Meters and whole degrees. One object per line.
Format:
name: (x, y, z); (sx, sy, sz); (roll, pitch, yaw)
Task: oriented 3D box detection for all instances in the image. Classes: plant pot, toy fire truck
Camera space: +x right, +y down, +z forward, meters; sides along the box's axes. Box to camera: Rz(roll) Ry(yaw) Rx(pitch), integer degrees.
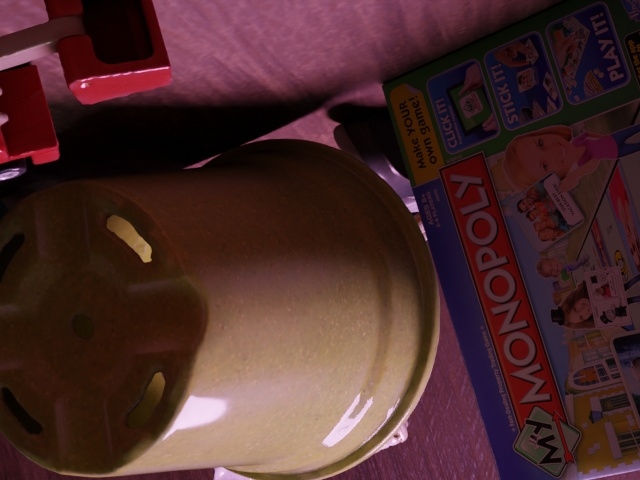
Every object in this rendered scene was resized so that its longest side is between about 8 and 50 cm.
plant pot: (-0.090, 0.055, 0.751); (0.276, 0.276, 0.254); (-20, 171, 26)
toy fire truck: (-0.165, -0.057, 0.468); (0.192, 0.047, 0.135); (-15, 175, -13)

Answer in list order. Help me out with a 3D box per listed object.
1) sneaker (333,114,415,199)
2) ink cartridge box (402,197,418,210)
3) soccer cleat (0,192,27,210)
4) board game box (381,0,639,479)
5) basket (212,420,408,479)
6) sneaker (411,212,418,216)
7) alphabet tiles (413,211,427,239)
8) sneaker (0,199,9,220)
sneaker: (0.097, -0.092, 0.925); (0.118, 0.083, 0.222); (-32, 171, 21)
ink cartridge box: (0.129, -0.074, 1.218); (0.109, 0.063, 0.150); (-20, 174, 29)
soccer cleat: (-0.254, 0.010, 0.830); (0.076, 0.068, 0.196); (-12, 176, -24)
board game box: (0.182, 0.002, 0.752); (0.214, 0.317, 0.046); (-21, 172, 32)
basket: (-0.043, 0.158, 1.536); (0.267, 0.331, 0.328); (-19, -178, 7)
sneaker: (0.094, -0.042, 1.415); (0.124, 0.107, 0.283); (-35, 173, 21)
alphabet tiles: (0.203, -0.091, 0.994); (0.284, 0.021, 0.278); (-33, -173, 27)
sneaker: (-0.276, -0.006, 0.678); (0.076, 0.064, 0.166); (0, -175, 40)
